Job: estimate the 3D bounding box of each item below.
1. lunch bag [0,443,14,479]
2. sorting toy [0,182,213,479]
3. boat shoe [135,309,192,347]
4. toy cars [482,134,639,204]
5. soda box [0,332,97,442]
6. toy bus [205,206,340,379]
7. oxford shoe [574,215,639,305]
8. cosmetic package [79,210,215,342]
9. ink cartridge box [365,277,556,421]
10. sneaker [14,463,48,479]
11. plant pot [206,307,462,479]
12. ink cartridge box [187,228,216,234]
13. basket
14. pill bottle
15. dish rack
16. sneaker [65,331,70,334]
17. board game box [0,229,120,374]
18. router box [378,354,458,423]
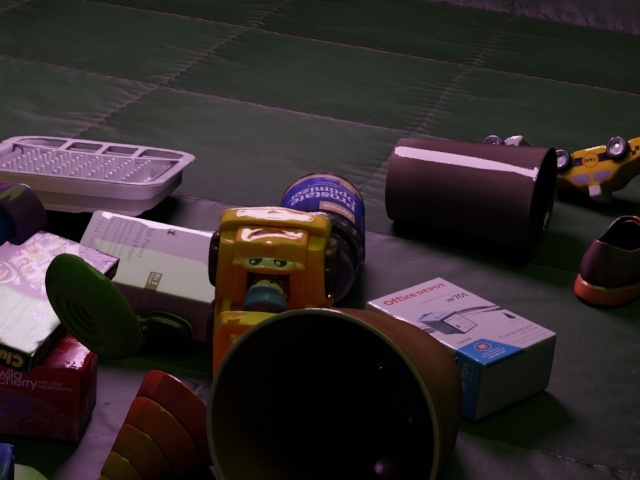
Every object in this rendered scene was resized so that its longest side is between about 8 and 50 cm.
[{"bbox_3d":[-0.332,0.258,0.988,0.221,0.293,0.138,3,24,-6],"label":"lunch bag"},{"bbox_3d":[-0.247,0.116,1.381,0.126,0.365,0.127,-42,13,-30],"label":"sorting toy"},{"bbox_3d":[-0.220,0.109,1.667,0.133,0.049,0.042,6,26,10],"label":"boat shoe"},{"bbox_3d":[0.348,-0.103,2.222,0.393,0.087,0.176,-1,-16,-13],"label":"toy cars"},{"bbox_3d":[-0.375,0.144,1.493,0.263,0.092,0.083,6,22,2],"label":"soda box"},{"bbox_3d":[-0.062,0.101,1.522,0.149,0.220,0.211,5,30,5],"label":"toy bus"},{"bbox_3d":[0.462,0.012,1.979,0.097,0.098,0.271,22,29,34],"label":"oxford shoe"},{"bbox_3d":[-0.182,0.048,1.712,0.231,0.085,0.117,10,47,6],"label":"cosmetic package"},{"bbox_3d":[0.163,0.127,1.671,0.139,0.082,0.190,-17,34,-42],"label":"ink cartridge box"},{"bbox_3d":[-0.395,0.203,1.280,0.305,0.152,0.114,8,21,2],"label":"sneaker"},{"bbox_3d":[0.050,0.170,1.409,0.237,0.237,0.254,16,11,23],"label":"plant pot"},{"bbox_3d":[-0.226,0.006,1.897,0.171,0.056,0.235,6,25,2],"label":"ink cartridge box"},{"bbox_3d":[0.222,-0.077,2.075,0.227,0.154,0.204,10,18,19],"label":"basket"},{"bbox_3d":[0.000,0.000,1.873,0.122,0.123,0.219,5,23,-1],"label":"pill bottle"},{"bbox_3d":[-0.342,-0.087,1.995,0.285,0.072,0.333,7,11,3],"label":"dish rack"},{"bbox_3d":[-0.433,0.045,1.683,0.384,0.145,0.147,35,28,32],"label":"sneaker"},{"bbox_3d":[-0.327,0.056,1.524,0.136,0.030,0.260,22,25,4],"label":"board game box"},{"bbox_3d":[0.093,0.154,1.578,0.038,0.092,0.122,-16,31,-42],"label":"router box"}]
